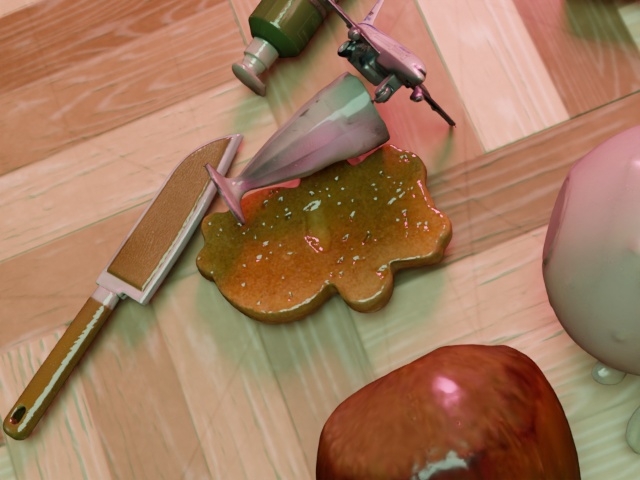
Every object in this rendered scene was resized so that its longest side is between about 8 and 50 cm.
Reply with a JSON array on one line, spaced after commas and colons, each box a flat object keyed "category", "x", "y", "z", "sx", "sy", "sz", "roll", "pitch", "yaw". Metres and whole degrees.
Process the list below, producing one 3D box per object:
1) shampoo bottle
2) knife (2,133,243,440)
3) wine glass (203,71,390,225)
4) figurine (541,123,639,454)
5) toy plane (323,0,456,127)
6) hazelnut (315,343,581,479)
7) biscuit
[{"category": "shampoo bottle", "x": -0.014, "y": -0.230, "z": 1.090, "sx": 0.065, "sy": 0.065, "sz": 0.204, "roll": 32, "pitch": 80, "yaw": 16}, {"category": "knife", "x": -0.172, "y": 0.039, "z": 1.051, "sx": 0.061, "sy": 0.027, "sz": 0.343, "roll": 25, "pitch": 76, "yaw": 32}, {"category": "wine glass", "x": -0.019, "y": -0.078, "z": 1.014, "sx": 0.155, "sy": 0.073, "sz": 0.073, "roll": -34, "pitch": 72, "yaw": 0}, {"category": "figurine", "x": 0.360, "y": 0.071, "z": 0.905, "sx": 0.394, "sy": 0.226, "sz": 0.275, "roll": 19, "pitch": 108, "yaw": 3}, {"category": "toy plane", "x": 0.051, "y": -0.161, "z": 0.981, "sx": 0.058, "sy": 0.226, "sz": 0.226, "roll": -42, "pitch": 114, "yaw": 16}, {"category": "hazelnut", "x": 0.104, "y": 0.184, "z": 0.886, "sx": 0.210, "sy": 0.186, "sz": 0.210, "roll": 0, "pitch": 58, "yaw": -1}, {"category": "biscuit", "x": 0.000, "y": 0.000, "z": 1.032, "sx": 0.225, "sy": 0.036, "sz": 0.166, "roll": -23, "pitch": 65, "yaw": 2}]
